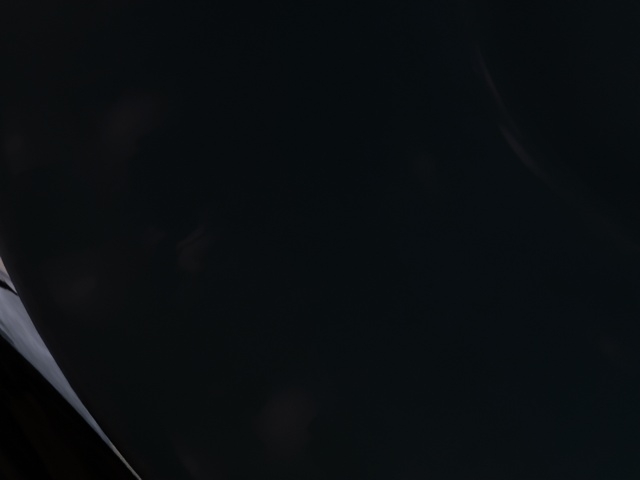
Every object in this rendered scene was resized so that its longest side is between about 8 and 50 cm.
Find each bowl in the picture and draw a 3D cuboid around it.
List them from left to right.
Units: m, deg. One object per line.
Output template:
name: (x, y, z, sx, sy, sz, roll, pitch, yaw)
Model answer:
bowl: (0.083, -0.015, 0.374, 0.312, 0.163, 0.311, 23, -40, 21)
